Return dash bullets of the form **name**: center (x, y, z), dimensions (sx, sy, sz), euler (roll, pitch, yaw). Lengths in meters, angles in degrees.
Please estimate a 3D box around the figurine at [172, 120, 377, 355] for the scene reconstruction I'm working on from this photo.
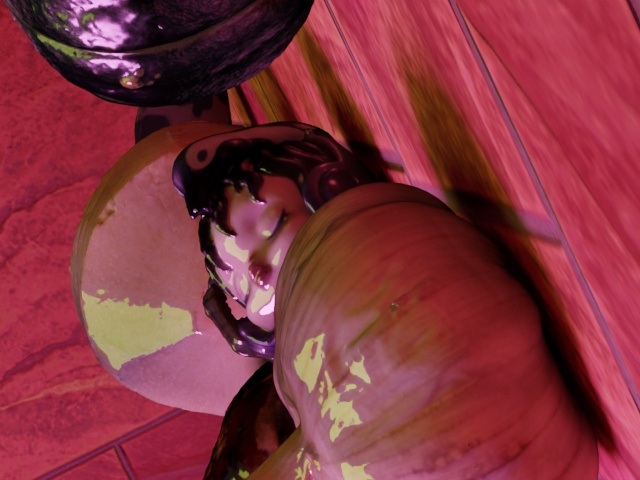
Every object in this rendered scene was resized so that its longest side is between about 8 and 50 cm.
- **figurine**: center (0.000, 0.000, 1.184), dimensions (0.222, 0.145, 0.145), euler (49, 168, 34)

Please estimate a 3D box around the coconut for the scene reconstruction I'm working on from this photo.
- **coconut**: center (-0.094, 0.027, 1.582), dimensions (0.259, 0.259, 0.259), euler (63, 176, 8)

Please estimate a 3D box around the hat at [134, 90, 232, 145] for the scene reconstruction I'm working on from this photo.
- **hat**: center (-0.064, -0.005, 1.954), dimensions (0.366, 0.257, 0.381), euler (-51, -28, -78)

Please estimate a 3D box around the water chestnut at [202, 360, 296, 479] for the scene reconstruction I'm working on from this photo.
- **water chestnut**: center (0.006, 0.195, 1.471), dimensions (0.223, 0.224, 0.238), euler (63, 145, 10)

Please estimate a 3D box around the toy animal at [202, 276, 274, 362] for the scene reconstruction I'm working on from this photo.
- **toy animal**: center (-0.005, 0.042, 1.340), dimensions (0.148, 0.084, 0.232), euler (25, -157, -5)

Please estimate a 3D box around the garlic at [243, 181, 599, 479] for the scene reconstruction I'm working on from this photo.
- **garlic**: center (0.006, 0.094, 0.888), dimensions (0.199, 0.226, 0.199), euler (58, 176, 6)

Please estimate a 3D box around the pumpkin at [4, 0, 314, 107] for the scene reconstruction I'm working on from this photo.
- **pumpkin**: center (-0.095, -0.173, 0.930), dimensions (0.220, 0.162, 0.220), euler (159, 90, -84)
